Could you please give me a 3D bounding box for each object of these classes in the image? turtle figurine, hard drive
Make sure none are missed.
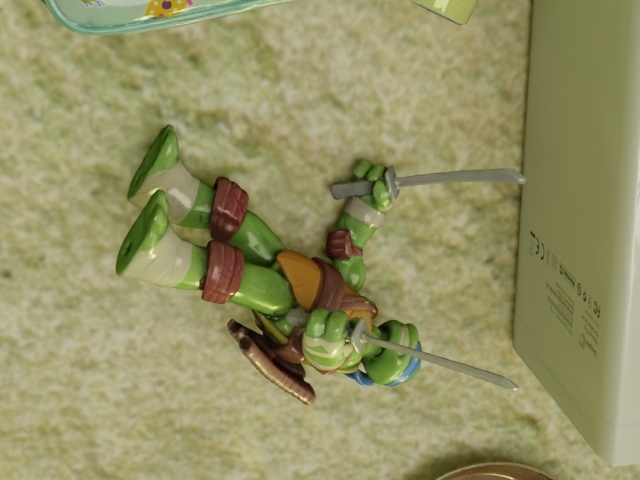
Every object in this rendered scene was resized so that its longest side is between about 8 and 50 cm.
[{"bbox_3d":[0.000,0.000,1.459,0.266,0.275,0.198,25,68,-18],"label":"turtle figurine"},{"bbox_3d":[0.207,-0.040,1.472,0.047,0.233,0.353,-4,111,-12],"label":"hard drive"}]

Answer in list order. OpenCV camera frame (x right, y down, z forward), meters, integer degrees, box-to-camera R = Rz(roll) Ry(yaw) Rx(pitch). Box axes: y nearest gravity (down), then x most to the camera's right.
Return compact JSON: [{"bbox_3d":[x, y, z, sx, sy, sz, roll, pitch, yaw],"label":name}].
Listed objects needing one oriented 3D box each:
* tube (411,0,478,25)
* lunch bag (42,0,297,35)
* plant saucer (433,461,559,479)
[{"bbox_3d":[0.133,-0.282,1.459,0.070,0.062,0.240,12,106,-61],"label":"tube"},{"bbox_3d":[-0.093,-0.272,1.372,0.279,0.108,0.224,-12,113,-10],"label":"lunch bag"},{"bbox_3d":[0.135,0.273,1.683,0.198,0.036,0.198,-5,112,-14],"label":"plant saucer"}]
